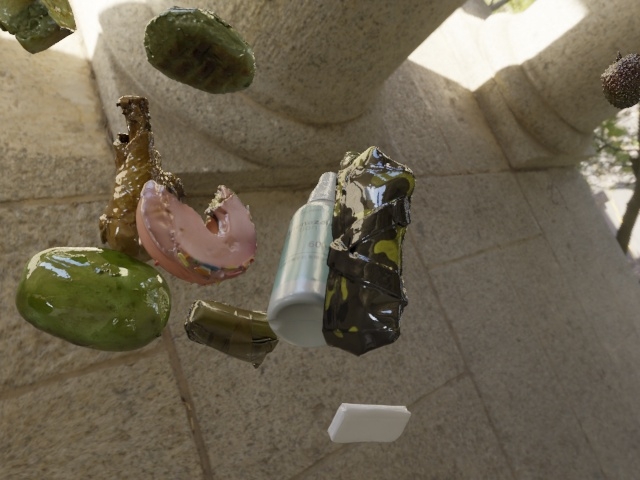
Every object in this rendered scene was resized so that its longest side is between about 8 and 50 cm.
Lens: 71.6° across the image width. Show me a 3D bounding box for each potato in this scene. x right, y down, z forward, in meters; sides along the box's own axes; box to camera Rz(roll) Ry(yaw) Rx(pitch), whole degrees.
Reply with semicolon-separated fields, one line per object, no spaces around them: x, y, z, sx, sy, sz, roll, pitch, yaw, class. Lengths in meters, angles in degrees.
-0.477;0.125;0.955;0.304;0.216;0.216;10;58;-7;potato

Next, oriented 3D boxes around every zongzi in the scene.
0.063;-0.125;0.930;0.055;0.119;0.109;10;18;-8;zongzi
-0.262;0.282;1.259;0.260;0.289;0.123;14;53;-14;zongzi

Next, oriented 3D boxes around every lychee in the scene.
0.447;-0.235;0.650;0.067;0.068;0.083;-29;102;-30;lychee

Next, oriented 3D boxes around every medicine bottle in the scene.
0.000;0.000;0.712;0.110;0.110;0.352;34;36;-19;medicine bottle

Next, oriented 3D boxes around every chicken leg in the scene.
-0.447;-0.156;1.146;0.295;0.182;0.409;-42;131;-71;chicken leg

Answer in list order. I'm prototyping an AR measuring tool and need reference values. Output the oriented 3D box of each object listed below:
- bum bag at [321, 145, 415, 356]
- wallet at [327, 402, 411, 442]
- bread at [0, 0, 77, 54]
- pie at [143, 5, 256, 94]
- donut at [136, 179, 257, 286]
0.052;0.009;0.485;0.060;0.106;0.232;10;83;-47;bum bag
0.109;0.397;0.962;0.190;0.095;0.033;15;19;-29;wallet
-0.652;-0.525;0.989;0.186;0.124;0.257;64;0;-44;bread
-0.314;-0.485;1.166;0.306;0.306;0.071;19;68;-29;pie
-0.214;-0.007;0.797;0.233;0.085;0.199;-1;60;-52;donut
